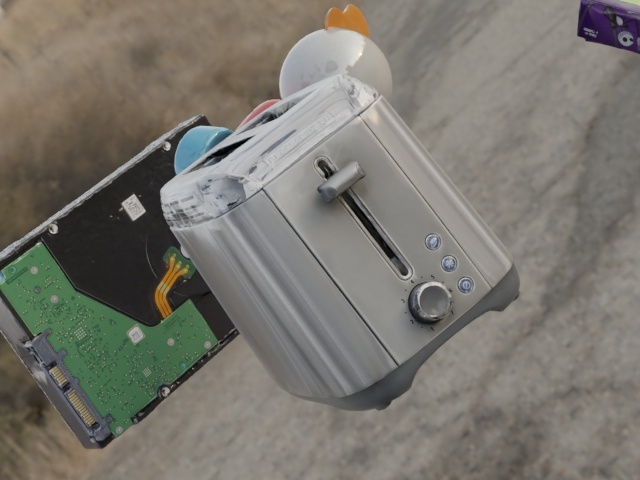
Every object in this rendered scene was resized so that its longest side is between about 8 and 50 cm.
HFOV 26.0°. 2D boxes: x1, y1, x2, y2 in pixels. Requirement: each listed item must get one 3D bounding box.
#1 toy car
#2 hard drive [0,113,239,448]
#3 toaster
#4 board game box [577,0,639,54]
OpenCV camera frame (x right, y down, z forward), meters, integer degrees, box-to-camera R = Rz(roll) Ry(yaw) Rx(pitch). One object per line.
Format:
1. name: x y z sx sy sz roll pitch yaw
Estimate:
1. toy car: 0.017 -0.118 1.390 0.219 0.210 0.238 9 70 39
2. hard drive: -0.197 0.042 1.564 0.339 0.237 0.064 -42 15 -34
3. toaster: 0.000 0.000 0.769 0.129 0.146 0.227 -37 9 -13
4. board game box: 0.433 -0.193 1.244 0.347 0.056 0.208 23 45 31
